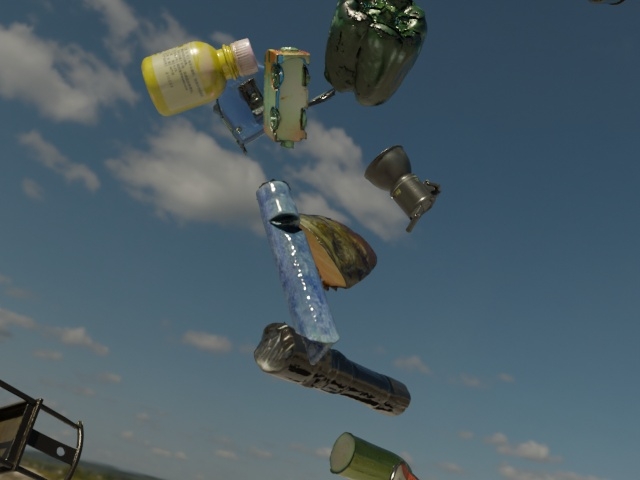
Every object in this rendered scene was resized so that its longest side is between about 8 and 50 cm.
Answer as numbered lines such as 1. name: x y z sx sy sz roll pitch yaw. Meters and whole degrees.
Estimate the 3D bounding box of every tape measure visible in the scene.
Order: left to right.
1. tape measure: -0.137 -0.431 2.123 0.215 0.351 0.098 56 -11 -5

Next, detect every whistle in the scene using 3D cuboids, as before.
1. whistle: -0.036 0.039 1.085 0.062 0.304 0.062 -12 -36 -9

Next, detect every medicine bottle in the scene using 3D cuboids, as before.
1. medicine bottle: -0.231 -0.332 1.437 0.212 0.122 0.122 -19 -25 1

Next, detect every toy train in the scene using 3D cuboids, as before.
1. toy train: -0.066 -0.268 1.367 0.072 0.188 0.099 -6 24 -22

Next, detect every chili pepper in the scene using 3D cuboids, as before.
1. chili pepper: 0.121 -0.463 1.743 0.233 0.248 0.257 30 -47 7

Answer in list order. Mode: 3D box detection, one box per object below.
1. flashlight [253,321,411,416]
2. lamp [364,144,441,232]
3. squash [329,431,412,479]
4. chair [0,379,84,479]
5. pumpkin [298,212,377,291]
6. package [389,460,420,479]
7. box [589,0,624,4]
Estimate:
1. flashlight: 0.042 0.263 1.424 0.103 0.103 0.424 -4 -25 40
2. lamp: 0.260 -0.155 2.165 0.227 0.172 0.147 51 -36 19
3. squash: 0.118 0.488 1.576 0.188 0.095 0.095 29 -25 -23
4. chair: -0.586 0.362 1.354 0.141 0.154 0.260 -18 -46 29
5. pumpkin: 0.000 0.000 1.434 0.169 0.148 0.312 62 -26 -7
6. package: 0.123 0.517 1.264 0.040 0.232 0.166 -5 -50 42
7. box: 0.565 -0.543 1.353 0.090 0.144 0.201 -19 -11 -40
